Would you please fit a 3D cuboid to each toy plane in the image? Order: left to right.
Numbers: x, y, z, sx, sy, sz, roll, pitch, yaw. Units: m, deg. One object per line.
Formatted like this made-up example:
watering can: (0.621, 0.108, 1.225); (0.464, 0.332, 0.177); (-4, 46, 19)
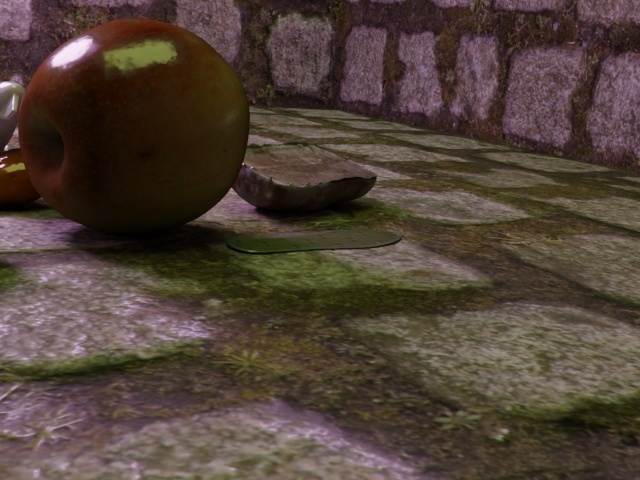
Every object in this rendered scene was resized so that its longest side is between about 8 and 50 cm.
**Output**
toy plane: (-0.571, -0.173, 1.387); (0.252, 0.252, 0.118); (2, 43, -15)

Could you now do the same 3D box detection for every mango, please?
mango: (-0.508, -0.093, 1.342); (0.159, 0.084, 0.105); (-15, 34, -10)

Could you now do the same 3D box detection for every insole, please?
insole: (0.000, 0.000, 1.303); (0.322, 0.007, 0.109); (-3, 15, -36)

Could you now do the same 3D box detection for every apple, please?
apple: (-0.276, -0.157, 1.212); (0.319, 0.319, 0.277); (15, 33, 36)

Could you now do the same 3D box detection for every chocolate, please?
chocolate: (-0.040, -0.111, 1.556); (0.185, 0.100, 0.303); (26, 25, 30)
